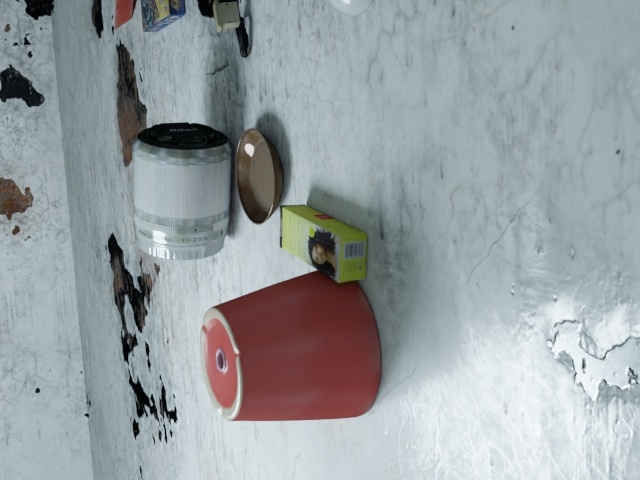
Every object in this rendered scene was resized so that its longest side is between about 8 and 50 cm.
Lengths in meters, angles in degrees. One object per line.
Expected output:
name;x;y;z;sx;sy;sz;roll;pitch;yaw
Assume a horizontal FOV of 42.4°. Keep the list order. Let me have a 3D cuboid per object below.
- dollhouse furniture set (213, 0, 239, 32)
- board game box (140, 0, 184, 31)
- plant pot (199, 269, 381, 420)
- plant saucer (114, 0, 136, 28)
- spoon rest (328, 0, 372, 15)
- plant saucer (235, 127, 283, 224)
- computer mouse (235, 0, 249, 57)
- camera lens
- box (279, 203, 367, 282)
dollhouse furniture set;-0.238;-0.494;1.718;0.182;0.101;0.161;164;97;-78
board game box;-0.413;-0.642;2.131;0.243;0.042;0.165;8;102;62
plant pot;-0.065;0.194;1.437;0.275;0.243;0.275;22;115;60
plant saucer;-0.518;-0.736;2.236;0.259;0.047;0.259;-101;20;-56
spoon rest;0.004;-0.449;1.358;0.276;0.084;0.137;25;120;44
plant saucer;-0.122;-0.132;1.695;0.198;0.036;0.199;20;113;59
computer mouse;-0.158;-0.498;1.689;0.071;0.041;0.242;-127;31;-65
camera lens;-0.313;-0.118;1.864;0.219;0.219;0.275;38;129;54
box;0.000;0.000;1.467;0.232;0.058;0.088;27;120;59
